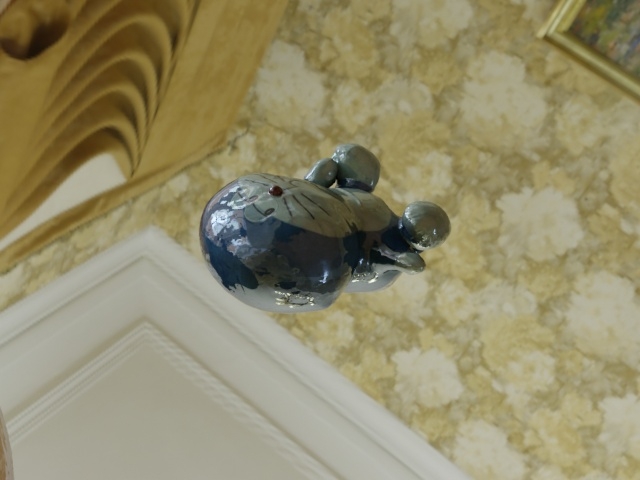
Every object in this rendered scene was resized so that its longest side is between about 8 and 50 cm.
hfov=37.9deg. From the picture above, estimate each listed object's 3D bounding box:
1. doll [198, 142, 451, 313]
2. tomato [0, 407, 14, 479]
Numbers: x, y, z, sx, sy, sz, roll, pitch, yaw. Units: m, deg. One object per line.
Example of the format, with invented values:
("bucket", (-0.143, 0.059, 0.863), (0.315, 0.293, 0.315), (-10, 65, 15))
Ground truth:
("doll", (0.000, 0.000, 0.337), (0.083, 0.050, 0.076), (-6, -152, -33))
("tomato", (-0.243, 0.119, 0.346), (0.227, 0.270, 0.270), (56, -140, -1))
